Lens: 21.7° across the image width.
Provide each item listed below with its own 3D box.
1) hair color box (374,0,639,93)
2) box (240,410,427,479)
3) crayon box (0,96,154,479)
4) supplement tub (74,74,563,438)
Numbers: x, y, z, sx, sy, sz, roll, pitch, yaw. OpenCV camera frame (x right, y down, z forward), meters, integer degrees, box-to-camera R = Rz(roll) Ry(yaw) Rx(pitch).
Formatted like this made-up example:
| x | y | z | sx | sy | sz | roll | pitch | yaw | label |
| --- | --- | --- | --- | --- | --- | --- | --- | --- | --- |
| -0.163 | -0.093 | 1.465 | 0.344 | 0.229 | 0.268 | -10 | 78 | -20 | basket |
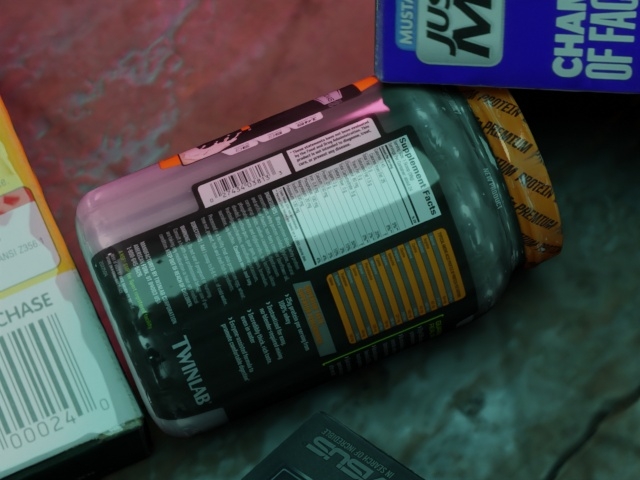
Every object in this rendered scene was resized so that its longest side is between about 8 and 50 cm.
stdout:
| x | y | z | sx | sy | sz | roll | pitch | yaw | label |
| --- | --- | --- | --- | --- | --- | --- | --- | --- | --- |
| 0.198 | -0.142 | 0.722 | 0.338 | 0.110 | 0.185 | 2 | 30 | 7 | hair color box |
| 0.023 | 0.189 | 0.621 | 0.232 | 0.059 | 0.183 | 30 | 55 | 33 | box |
| -0.228 | -0.013 | 0.744 | 0.202 | 0.081 | 0.318 | -23 | 74 | -9 | crayon box |
| 0.000 | 0.000 | 0.721 | 0.190 | 0.117 | 0.117 | -22 | 68 | -5 | supplement tub |
